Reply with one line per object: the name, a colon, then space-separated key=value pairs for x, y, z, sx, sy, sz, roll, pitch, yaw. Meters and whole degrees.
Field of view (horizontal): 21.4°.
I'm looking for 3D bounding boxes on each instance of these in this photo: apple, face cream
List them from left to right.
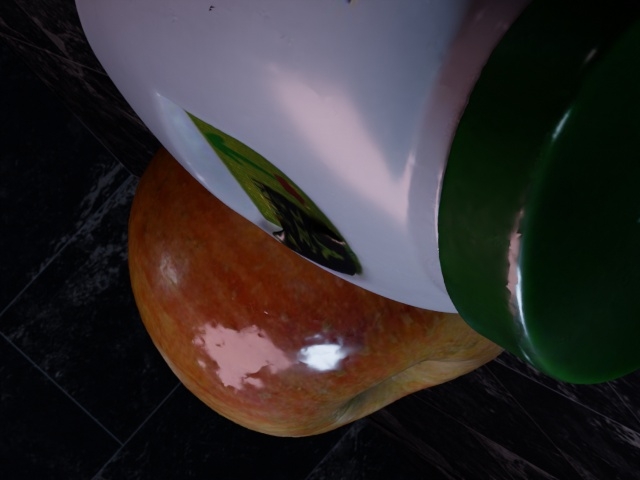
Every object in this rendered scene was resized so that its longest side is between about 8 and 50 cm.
apple: x=0.000 y=0.000 z=1.288 sx=0.301 sy=0.301 sz=0.301 roll=41 pitch=170 yaw=9
face cream: x=0.043 y=-0.096 z=0.878 sx=0.357 sy=0.219 sz=0.312 roll=30 pitch=163 yaw=39
